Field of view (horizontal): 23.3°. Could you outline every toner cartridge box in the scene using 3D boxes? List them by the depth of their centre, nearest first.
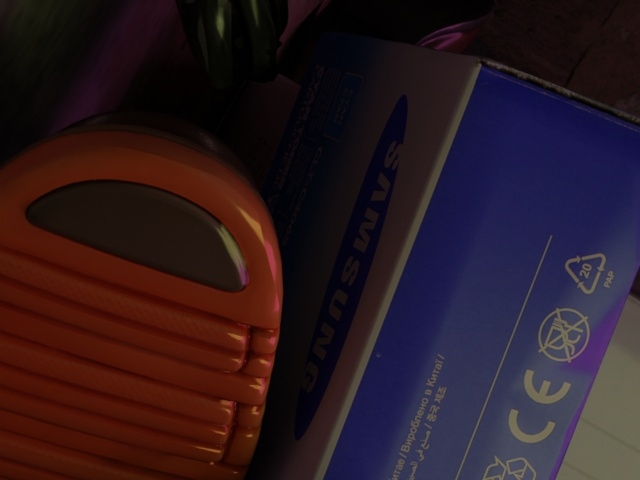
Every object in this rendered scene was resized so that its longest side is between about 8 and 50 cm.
[{"bbox_3d":[-0.008,0.107,0.518,0.347,0.075,0.165,-69,-162,4],"label":"toner cartridge box"}]

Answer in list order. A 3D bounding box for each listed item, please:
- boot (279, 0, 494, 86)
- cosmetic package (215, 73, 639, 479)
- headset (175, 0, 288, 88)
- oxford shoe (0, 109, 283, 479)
[{"bbox_3d":[0.008,-0.066,1.157,0.280,0.096,0.264,-60,177,37],"label":"boot"},{"bbox_3d":[0.025,0.168,0.822,0.393,0.327,0.329,-59,-165,4],"label":"cosmetic package"},{"bbox_3d":[0.116,-0.187,0.506,0.394,0.243,0.185,-25,131,-27],"label":"headset"},{"bbox_3d":[-0.107,0.059,0.535,0.363,0.130,0.132,127,-20,-46],"label":"oxford shoe"}]
